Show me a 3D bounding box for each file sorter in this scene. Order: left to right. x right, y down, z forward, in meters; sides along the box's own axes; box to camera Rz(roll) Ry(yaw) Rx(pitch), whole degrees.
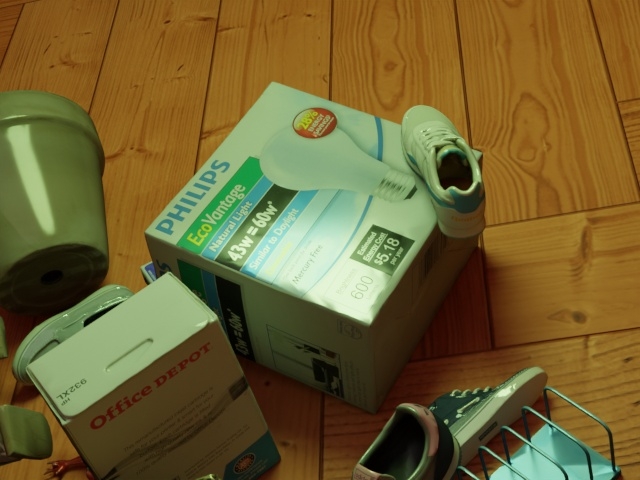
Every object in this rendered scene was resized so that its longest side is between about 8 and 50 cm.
[{"bbox_3d":[0.267,0.282,1.427,0.170,0.104,0.118,-38,45,-19],"label":"file sorter"}]

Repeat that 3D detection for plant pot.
[{"bbox_3d":[-0.485,-0.040,1.912,0.323,0.323,0.280,-25,58,-6],"label":"plant pot"}]

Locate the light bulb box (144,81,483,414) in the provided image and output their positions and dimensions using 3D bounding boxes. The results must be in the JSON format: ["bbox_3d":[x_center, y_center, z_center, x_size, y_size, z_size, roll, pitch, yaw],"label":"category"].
[{"bbox_3d":[0.000,0.000,1.685,0.361,0.225,0.358,21,54,21],"label":"light bulb box"}]

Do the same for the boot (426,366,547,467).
[{"bbox_3d":[0.209,0.217,1.539,0.190,0.069,0.086,-37,48,-16],"label":"boot"}]

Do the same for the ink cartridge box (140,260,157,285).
[{"bbox_3d":[-0.154,0.065,1.843,0.208,0.045,0.206,-28,44,-13],"label":"ink cartridge box"}]

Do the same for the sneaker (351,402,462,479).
[{"bbox_3d":[0.053,0.338,1.404,0.112,0.131,0.319,15,64,36],"label":"sneaker"}]

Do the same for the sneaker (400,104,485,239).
[{"bbox_3d":[0.169,-0.113,1.558,0.087,0.092,0.229,-15,50,-7],"label":"sneaker"}]

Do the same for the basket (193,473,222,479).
[{"bbox_3d":[-0.217,0.444,1.349,0.299,0.213,0.223,-14,42,7],"label":"basket"}]

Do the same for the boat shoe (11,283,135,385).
[{"bbox_3d":[-0.376,0.148,1.805,0.227,0.079,0.081,-39,30,-25],"label":"boat shoe"}]

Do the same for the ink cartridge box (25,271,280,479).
[{"bbox_3d":[-0.208,0.229,1.500,0.223,0.307,0.129,-35,45,-17],"label":"ink cartridge box"}]

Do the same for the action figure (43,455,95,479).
[{"bbox_3d":[-0.339,0.240,1.699,0.139,0.091,0.280,-6,43,4],"label":"action figure"}]

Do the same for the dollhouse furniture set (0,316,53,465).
[{"bbox_3d":[-0.556,0.295,1.635,0.362,0.256,0.394,-14,75,6],"label":"dollhouse furniture set"}]
